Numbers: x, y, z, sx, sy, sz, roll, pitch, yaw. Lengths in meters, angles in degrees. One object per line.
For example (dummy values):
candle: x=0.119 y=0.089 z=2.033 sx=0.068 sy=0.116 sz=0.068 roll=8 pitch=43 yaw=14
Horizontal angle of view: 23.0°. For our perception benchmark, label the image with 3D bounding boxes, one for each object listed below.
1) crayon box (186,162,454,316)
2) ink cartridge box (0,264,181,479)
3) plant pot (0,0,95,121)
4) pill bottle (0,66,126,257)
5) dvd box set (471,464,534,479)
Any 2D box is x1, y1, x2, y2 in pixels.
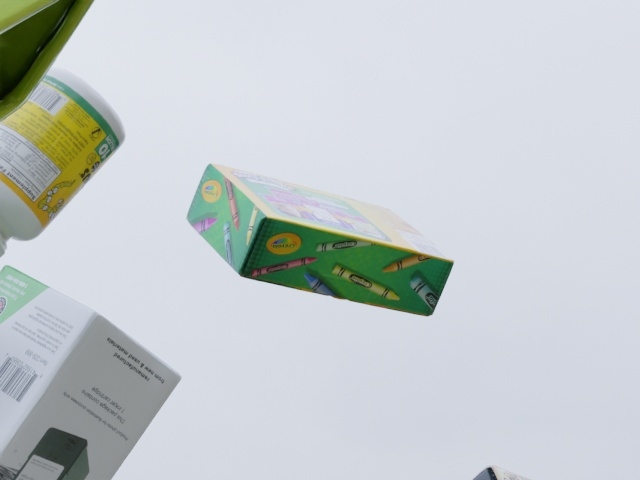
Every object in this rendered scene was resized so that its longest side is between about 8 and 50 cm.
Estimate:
crayon box: x=0.000 y=0.000 z=1.876 sx=0.278 sy=0.165 sz=0.081 roll=13 pitch=-73 yaw=-33
ink cartridge box: x=-0.297 y=0.189 z=1.465 sx=0.121 sy=0.289 sz=0.211 roll=42 pitch=-13 yaw=-35
plant pot: x=-0.331 y=-0.187 z=1.211 sx=0.227 sy=0.207 sz=0.228 roll=-40 pitch=-1 yaw=-42
pill bottle: x=-0.314 y=-0.074 z=1.674 sx=0.117 sy=0.208 sz=0.117 roll=35 pitch=-19 yaw=14
dvd box set: x=0.272 y=0.460 z=2.085 sx=0.420 sy=0.062 sz=0.307 roll=25 pitch=-63 yaw=-38
